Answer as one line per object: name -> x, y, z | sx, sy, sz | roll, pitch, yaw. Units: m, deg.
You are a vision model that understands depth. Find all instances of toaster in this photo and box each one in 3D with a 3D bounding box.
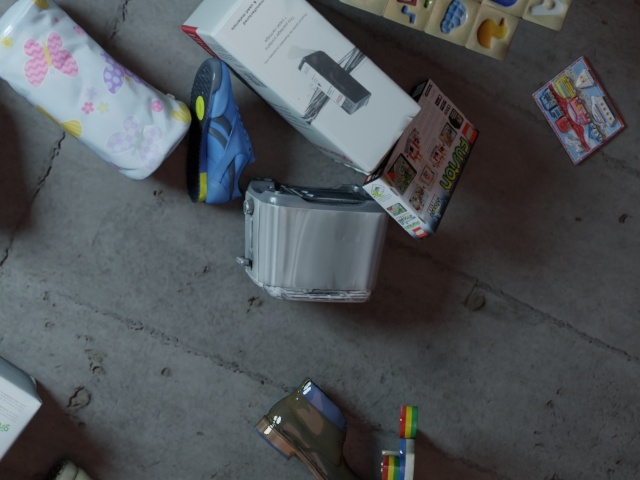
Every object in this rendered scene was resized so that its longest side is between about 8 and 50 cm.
toaster -> 0.000, 0.000, 1.846 | 0.227, 0.129, 0.146 | 3, 104, -22

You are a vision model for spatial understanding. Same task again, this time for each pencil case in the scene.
pencil case -> -0.292, -0.194, 1.720 | 0.273, 0.113, 0.124 | 38, 80, -21

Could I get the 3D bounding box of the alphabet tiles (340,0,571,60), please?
alphabet tiles -> 0.173, -0.387, 1.650 | 0.343, 0.011, 0.285 | 17, 98, -18

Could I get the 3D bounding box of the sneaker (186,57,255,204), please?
sneaker -> -0.126, -0.144, 1.788 | 0.082, 0.069, 0.209 | -6, 122, -20

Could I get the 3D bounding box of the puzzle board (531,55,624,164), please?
puzzle board -> 0.375, -0.188, 1.984 | 0.096, 0.011, 0.128 | -38, 110, -7

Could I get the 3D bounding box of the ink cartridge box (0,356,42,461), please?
ink cartridge box -> -0.558, 0.216, 1.711 | 0.309, 0.130, 0.271 | 37, 88, -20

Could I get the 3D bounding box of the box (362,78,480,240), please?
box -> 0.140, -0.111, 1.851 | 0.114, 0.036, 0.207 | 44, 49, -20

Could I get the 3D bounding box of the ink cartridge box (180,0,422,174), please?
ink cartridge box -> -0.026, -0.220, 1.752 | 0.273, 0.197, 0.114 | 41, 87, -20

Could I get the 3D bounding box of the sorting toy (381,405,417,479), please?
sorting toy -> 0.107, 0.356, 1.955 | 0.046, 0.132, 0.274 | 3, 100, 3

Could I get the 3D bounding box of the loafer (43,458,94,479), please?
loafer -> -0.368, 0.428, 1.830 | 0.092, 0.102, 0.268 | 26, 92, -15

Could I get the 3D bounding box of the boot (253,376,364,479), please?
boot -> 0.021, 0.291, 1.934 | 0.219, 0.082, 0.106 | 39, 91, -19
